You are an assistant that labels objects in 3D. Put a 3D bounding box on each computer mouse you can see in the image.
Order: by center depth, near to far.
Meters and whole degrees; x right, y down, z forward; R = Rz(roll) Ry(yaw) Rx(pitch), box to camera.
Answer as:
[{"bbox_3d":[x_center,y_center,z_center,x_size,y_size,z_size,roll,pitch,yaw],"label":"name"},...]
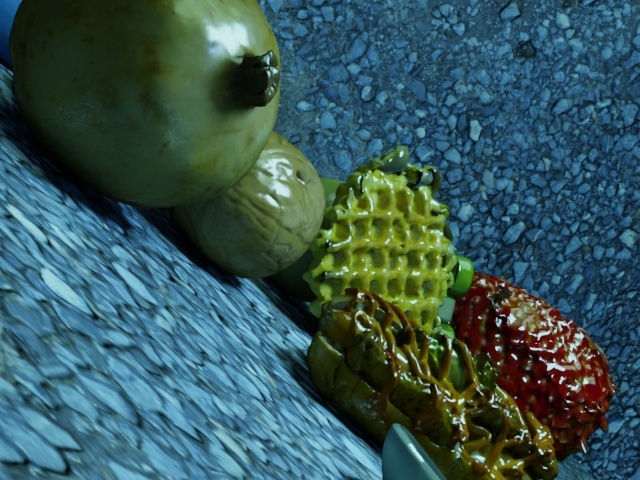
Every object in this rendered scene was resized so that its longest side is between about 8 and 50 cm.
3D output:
[{"bbox_3d":[0.107,0.250,1.128,0.182,0.056,0.089,51,6,3],"label":"computer mouse"}]

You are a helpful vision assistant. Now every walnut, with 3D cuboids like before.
[{"bbox_3d":[-0.093,-0.050,1.530,0.193,0.193,0.225,44,8,16],"label":"walnut"}]

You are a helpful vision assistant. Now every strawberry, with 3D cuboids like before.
[{"bbox_3d":[0.306,0.193,1.999,0.343,0.292,0.292,53,1,-16],"label":"strawberry"}]

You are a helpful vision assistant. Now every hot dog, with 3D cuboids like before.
[{"bbox_3d":[0.137,0.184,1.394,0.349,0.117,0.158,42,38,-13],"label":"hot dog"}]

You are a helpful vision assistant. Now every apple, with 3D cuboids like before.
[{"bbox_3d":[0.000,0.000,1.836,0.200,0.200,0.200,42,4,-3],"label":"apple"}]

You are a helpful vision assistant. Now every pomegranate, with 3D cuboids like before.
[{"bbox_3d":[-0.185,-0.174,1.321,0.307,0.307,0.307,42,4,-3],"label":"pomegranate"}]

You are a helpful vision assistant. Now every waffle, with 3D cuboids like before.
[{"bbox_3d":[0.091,0.030,1.754,0.062,0.329,0.329,4,-25,42],"label":"waffle"}]

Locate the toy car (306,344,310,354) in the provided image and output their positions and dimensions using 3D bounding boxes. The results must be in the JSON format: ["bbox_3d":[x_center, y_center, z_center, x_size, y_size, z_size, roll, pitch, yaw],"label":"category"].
[{"bbox_3d":[0.055,0.164,1.494,0.165,0.062,0.071,42,5,-9],"label":"toy car"}]

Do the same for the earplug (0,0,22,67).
[{"bbox_3d":[-0.387,-0.288,1.589,0.273,0.132,0.132,44,2,-43],"label":"earplug"}]

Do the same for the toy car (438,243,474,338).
[{"bbox_3d":[0.114,0.088,1.963,0.145,0.235,0.235,17,15,-24],"label":"toy car"}]
